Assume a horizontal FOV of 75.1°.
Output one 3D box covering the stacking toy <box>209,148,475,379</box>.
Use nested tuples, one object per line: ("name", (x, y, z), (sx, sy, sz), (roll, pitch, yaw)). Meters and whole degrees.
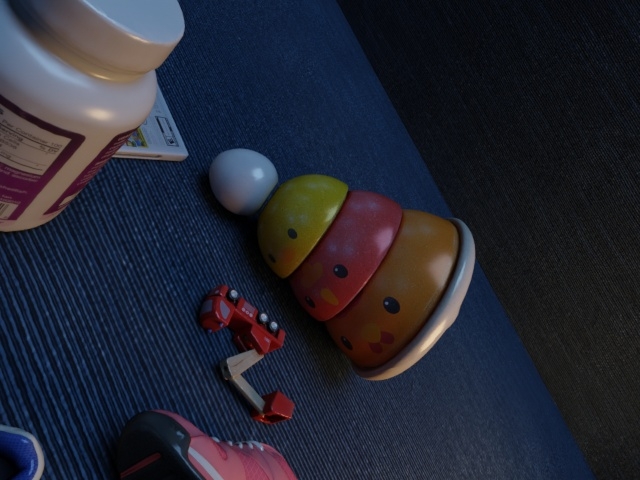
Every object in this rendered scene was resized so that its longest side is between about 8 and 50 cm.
("stacking toy", (0.000, 0.000, 0.779), (0.479, 0.351, 0.351), (33, 35, -7))

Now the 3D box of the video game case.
("video game case", (-0.336, -0.233, 0.660), (0.206, 0.026, 0.227), (-13, 76, -59))

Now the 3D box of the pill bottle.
("pill bottle", (-0.271, -0.145, 0.404), (0.169, 0.301, 0.169), (37, 37, -34))

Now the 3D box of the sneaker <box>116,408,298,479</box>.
("sneaker", (-0.108, 0.290, 0.492), (0.314, 0.115, 0.136), (56, 19, -20))

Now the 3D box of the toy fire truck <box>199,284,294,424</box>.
("toy fire truck", (-0.111, 0.171, 0.624), (0.192, 0.047, 0.135), (44, 35, -24))

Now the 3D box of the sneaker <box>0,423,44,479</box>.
("sneaker", (-0.330, 0.141, 0.242), (0.296, 0.131, 0.112), (18, 52, -47))
